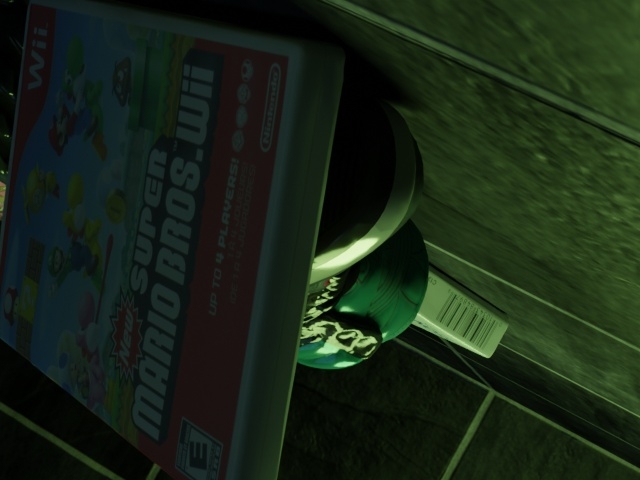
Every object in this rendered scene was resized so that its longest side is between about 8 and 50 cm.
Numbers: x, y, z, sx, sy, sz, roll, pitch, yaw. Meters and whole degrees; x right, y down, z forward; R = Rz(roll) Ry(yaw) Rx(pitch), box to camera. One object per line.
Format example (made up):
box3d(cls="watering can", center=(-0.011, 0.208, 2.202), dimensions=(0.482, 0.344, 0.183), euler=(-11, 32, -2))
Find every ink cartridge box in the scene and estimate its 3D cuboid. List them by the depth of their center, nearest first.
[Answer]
box3d(cls="ink cartridge box", center=(0.020, 0.015, 1.154), dimensions=(0.223, 0.045, 0.224), euler=(32, 175, -33))

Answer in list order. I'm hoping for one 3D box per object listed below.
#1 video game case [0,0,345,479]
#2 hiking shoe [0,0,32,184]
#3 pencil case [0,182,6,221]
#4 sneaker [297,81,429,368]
box3d(cls="video game case", center=(-0.092, -0.012, 0.647), dimensions=(0.025, 0.204, 0.285), euler=(2, -168, -35))
box3d(cls="hiking shoe", center=(-0.157, -0.077, 0.861), dimensions=(0.304, 0.113, 0.132), euler=(44, 178, -43))
box3d(cls="pencil case", center=(-0.313, -0.108, 1.188), dimensions=(0.160, 0.167, 0.386), euler=(-6, 166, 13))
box3d(cls="sneaker", center=(0.000, 0.000, 0.702), dimensions=(0.178, 0.123, 0.295), euler=(13, 167, -33))
